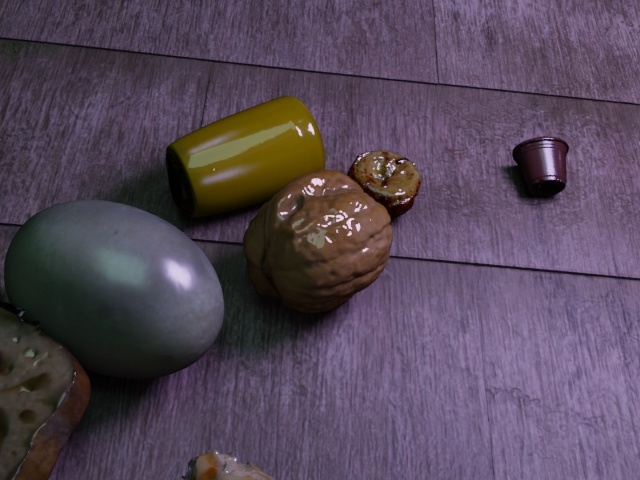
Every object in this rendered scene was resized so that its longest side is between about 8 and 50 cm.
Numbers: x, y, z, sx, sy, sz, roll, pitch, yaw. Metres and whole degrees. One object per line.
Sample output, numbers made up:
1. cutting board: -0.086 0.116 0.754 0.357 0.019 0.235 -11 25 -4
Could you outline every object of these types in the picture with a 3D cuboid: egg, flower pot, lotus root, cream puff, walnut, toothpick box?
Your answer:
1. egg: -0.316 0.075 1.488 0.352 0.258 0.258 27 52 7
2. flower pot: 0.431 -0.136 1.873 0.111 0.111 0.089 0 65 -7
3. lotus root: -0.509 0.251 1.357 0.375 0.111 0.390 -20 54 2
4. cream puff: 0.118 -0.101 1.807 0.149 0.084 0.149 6 49 -7
5. walnut: 0.000 0.000 1.620 0.224 0.257 0.257 10 40 46
6. toothpick box: -0.143 -0.145 1.756 0.271 0.175 0.175 -21 55 -20

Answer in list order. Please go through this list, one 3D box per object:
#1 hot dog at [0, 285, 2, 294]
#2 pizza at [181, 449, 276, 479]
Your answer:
1. hot dog: -0.623 0.107 1.563 0.215 0.047 0.066 -12 16 -17
2. pizza: -0.063 0.453 1.158 0.392 0.080 0.435 -9 58 29
